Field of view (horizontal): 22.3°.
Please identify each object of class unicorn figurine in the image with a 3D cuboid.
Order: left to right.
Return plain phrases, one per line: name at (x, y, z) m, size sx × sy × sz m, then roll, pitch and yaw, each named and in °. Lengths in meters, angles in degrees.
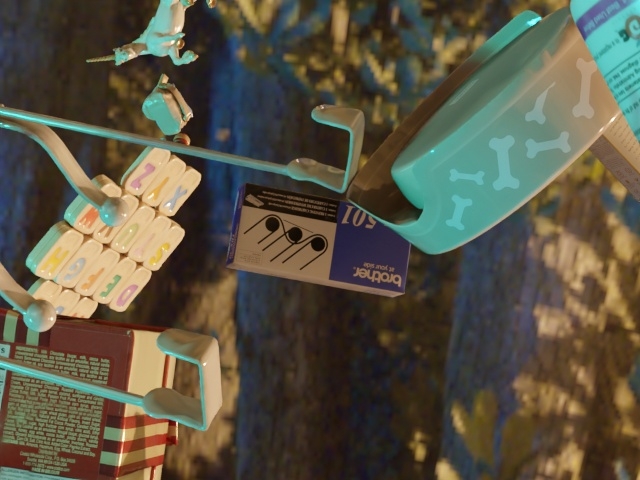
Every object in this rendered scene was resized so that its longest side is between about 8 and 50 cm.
unicorn figurine at (-0.183, -0.251, 1.906) m, size 0.111 × 0.060 × 0.162 m, roll 22°, pitch -104°, yaw 49°

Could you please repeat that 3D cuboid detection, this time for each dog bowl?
dog bowl at (0.186, -0.124, 1.625) m, size 0.102 × 0.348 × 0.349 m, roll 47°, pitch -142°, yaw -8°

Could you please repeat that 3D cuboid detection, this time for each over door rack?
over door rack at (-0.153, 0.018, 1.015) m, size 0.324 × 0.108 × 0.239 m, roll 4°, pitch -139°, yaw 25°

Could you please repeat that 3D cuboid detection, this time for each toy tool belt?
toy tool belt at (-0.172, -0.151, 1.907) m, size 0.052 × 0.083 × 0.051 m, roll -11°, pitch -142°, yaw 25°

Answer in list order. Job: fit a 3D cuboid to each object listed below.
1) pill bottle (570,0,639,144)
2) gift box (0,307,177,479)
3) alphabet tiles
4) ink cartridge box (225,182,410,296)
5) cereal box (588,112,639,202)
pill bottle at (0.290, -0.067, 1.025) m, size 0.160 × 0.160 × 0.283 m, roll -24°, pitch -95°, yaw -37°
gift box at (-0.289, 0.201, 1.613) m, size 0.255 × 0.276 × 0.258 m, roll 12°, pitch 178°, yaw 6°
alphabet tiles at (-0.258, 0.009, 1.999) m, size 0.021 × 0.278 × 0.284 m, roll 40°, pitch 180°, yaw 19°
ink cartridge box at (0.000, 0.000, 1.881) m, size 0.207 × 0.097 × 0.046 m, roll 11°, pitch 170°, yaw -14°
cereal box at (0.367, -0.163, 1.887) m, size 0.240 × 0.047 × 0.173 m, roll 45°, pitch -117°, yaw -14°
